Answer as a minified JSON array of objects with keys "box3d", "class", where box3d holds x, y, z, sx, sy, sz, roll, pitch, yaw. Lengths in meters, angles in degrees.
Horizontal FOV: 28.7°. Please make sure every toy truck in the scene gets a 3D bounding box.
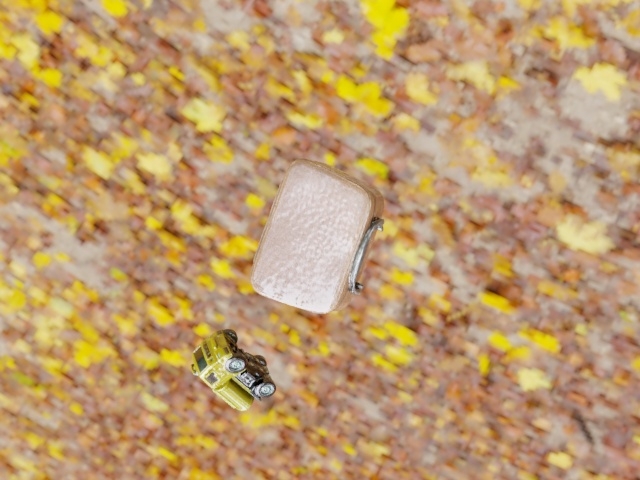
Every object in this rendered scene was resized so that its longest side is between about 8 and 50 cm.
[{"box3d":[-0.090,0.131,1.262,0.083,0.054,0.049,47,-170,-37],"class":"toy truck"}]

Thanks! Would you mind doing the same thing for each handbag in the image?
[{"box3d":[0.000,0.000,1.667,0.151,0.193,0.072,24,-173,17],"class":"handbag"}]
